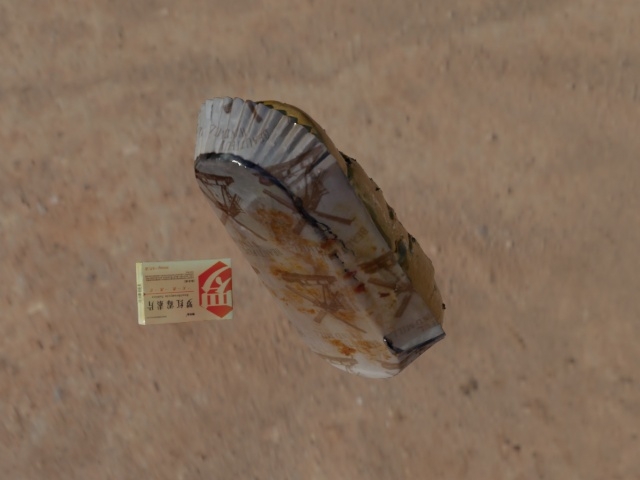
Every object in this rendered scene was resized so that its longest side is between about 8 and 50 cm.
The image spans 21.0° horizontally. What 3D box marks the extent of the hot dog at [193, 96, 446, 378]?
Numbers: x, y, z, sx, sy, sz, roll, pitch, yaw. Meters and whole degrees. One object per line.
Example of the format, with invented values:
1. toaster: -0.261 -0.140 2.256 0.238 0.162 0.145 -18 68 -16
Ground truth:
1. hot dog: 0.000 0.000 1.145 0.131 0.253 0.069 3 51 38

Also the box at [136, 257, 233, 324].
1. box: -0.124 0.046 1.584 0.093 0.015 0.058 -2 89 -30
